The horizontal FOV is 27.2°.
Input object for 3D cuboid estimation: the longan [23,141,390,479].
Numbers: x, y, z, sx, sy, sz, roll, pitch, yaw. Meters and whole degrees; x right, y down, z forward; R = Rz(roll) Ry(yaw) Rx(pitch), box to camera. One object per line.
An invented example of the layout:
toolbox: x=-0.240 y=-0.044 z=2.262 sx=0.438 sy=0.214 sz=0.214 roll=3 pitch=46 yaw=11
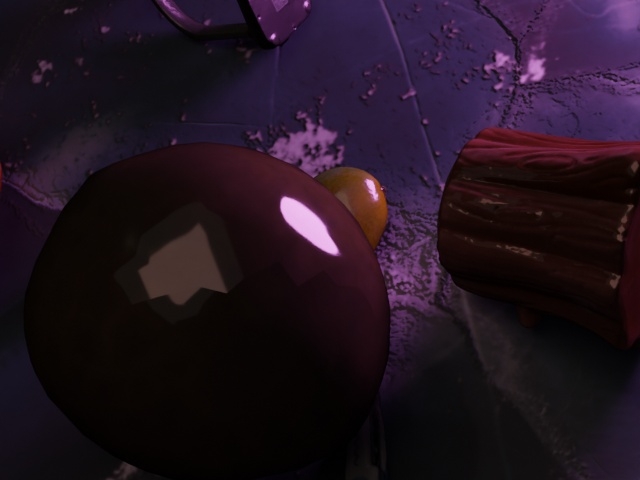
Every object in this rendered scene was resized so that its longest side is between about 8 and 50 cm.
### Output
longan: x=-0.119 y=0.082 z=1.377 sx=0.404 sy=0.405 sz=0.336 roll=4 pitch=45 yaw=24

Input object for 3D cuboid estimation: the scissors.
scissors: x=0.048 y=0.277 z=1.390 sx=0.138 sy=0.041 sz=0.289 roll=-22 pitch=49 yaw=31

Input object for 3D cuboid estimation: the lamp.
lamp: x=-0.133 y=-0.363 z=1.815 sx=0.283 sy=0.125 sz=0.203 roll=17 pitch=49 yaw=32

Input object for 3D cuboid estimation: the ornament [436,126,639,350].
ornament: x=0.256 y=-0.022 z=1.395 sx=0.217 sy=0.235 sz=0.221 roll=14 pitch=43 yaw=31

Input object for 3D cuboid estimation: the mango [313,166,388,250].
mango: x=0.004 y=0.000 z=1.551 sx=0.122 sy=0.085 sz=0.191 roll=32 pitch=87 yaw=23
